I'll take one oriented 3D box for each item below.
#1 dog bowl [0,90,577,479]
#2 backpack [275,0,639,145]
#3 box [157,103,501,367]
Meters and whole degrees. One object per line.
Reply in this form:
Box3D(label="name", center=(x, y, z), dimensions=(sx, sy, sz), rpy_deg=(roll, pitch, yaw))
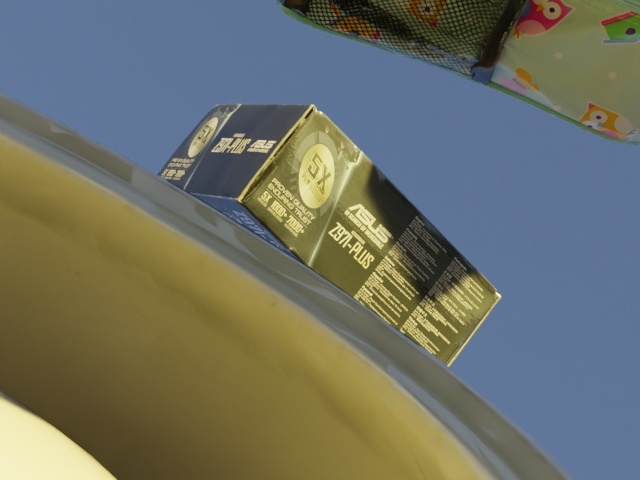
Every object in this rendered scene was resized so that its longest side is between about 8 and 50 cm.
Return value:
Box3D(label="dog bowl", center=(-0.121, 0.064, 0.395), dimensions=(0.408, 0.408, 0.150), rpy_deg=(30, -80, 6))
Box3D(label="backpack", center=(0.099, -0.131, 0.684), dimensions=(0.188, 0.166, 0.144), rpy_deg=(30, -51, -2))
Box3D(label="box", center=(0.000, 0.000, 1.095), dimensions=(0.180, 0.147, 0.077), rpy_deg=(44, -105, -22))
